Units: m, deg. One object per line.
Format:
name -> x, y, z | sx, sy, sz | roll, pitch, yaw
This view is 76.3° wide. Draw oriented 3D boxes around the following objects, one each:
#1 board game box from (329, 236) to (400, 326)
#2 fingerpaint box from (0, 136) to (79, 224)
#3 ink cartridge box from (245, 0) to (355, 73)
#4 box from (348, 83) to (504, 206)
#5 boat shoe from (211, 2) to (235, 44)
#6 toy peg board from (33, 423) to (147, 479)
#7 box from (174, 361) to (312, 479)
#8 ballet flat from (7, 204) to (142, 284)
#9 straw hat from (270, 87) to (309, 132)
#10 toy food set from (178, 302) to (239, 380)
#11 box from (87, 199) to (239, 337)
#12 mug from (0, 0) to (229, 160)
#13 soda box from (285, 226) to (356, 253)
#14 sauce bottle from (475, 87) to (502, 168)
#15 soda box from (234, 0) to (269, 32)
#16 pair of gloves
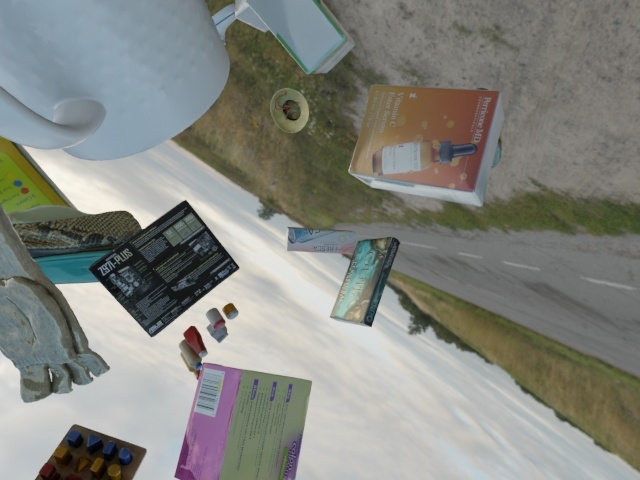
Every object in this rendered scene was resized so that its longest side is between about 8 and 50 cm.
board game box -> 0.091, 0.083, 0.848 | 0.026, 0.186, 0.126 | 29, 162, -24
fingerpaint box -> -0.820, -0.002, 0.946 | 0.163, 0.445, 0.371 | 36, 156, 42
ink cartridge box -> -0.023, -0.393, 0.744 | 0.154, 0.093, 0.212 | 47, -156, -11
box -> 0.145, -0.130, 0.558 | 0.171, 0.129, 0.091 | 14, 180, 28
boat shoe -> -0.305, -0.574, 1.161 | 0.075, 0.226, 0.083 | 52, -148, -22
toy peg board -> -0.439, 0.432, 0.755 | 0.161, 0.079, 0.160 | 20, -138, -1
box -> -0.146, 0.382, 0.850 | 0.118, 0.213, 0.243 | -3, 158, 34
ballet flat -> -0.573, 0.019, 0.741 | 0.483, 0.164, 0.182 | -11, -125, -36
straw hat -> -0.087, -0.425, 1.327 | 0.145, 0.144, 0.061 | 34, -151, 11
toy food set -> -0.325, 0.295, 1.194 | 0.104, 0.232, 0.111 | 47, -178, 28
box -> -0.255, 0.043, 0.680 | 0.147, 0.180, 0.078 | 54, 164, -16
mug -> -0.293, -0.264, 0.434 | 0.328, 0.277, 0.373 | 68, -165, -55
soda box -> 0.000, 0.000, 1.087 | 0.183, 0.062, 0.058 | 3, -174, -10
sauce bottle -> 0.408, -0.298, 1.052 | 0.111, 0.111, 0.344 | 34, -138, -6
soda box -> -0.080, -0.593, 0.936 | 0.098, 0.091, 0.287 | 4, 175, -44
pair of gloves -> -0.345, 0.083, 0.409 | 0.204, 0.240, 0.042 | 66, -161, -10
